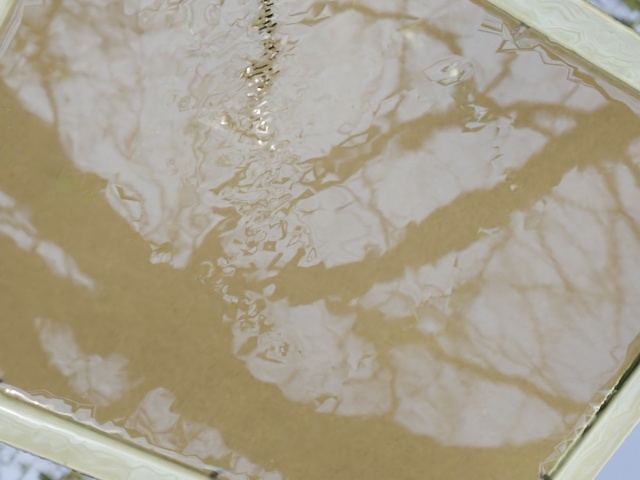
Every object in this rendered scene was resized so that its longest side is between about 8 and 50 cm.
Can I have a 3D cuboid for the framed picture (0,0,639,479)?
[{"bbox_3d":[0.000,0.000,0.495,0.231,0.293,0.018,-56,-155,17],"label":"framed picture"}]
